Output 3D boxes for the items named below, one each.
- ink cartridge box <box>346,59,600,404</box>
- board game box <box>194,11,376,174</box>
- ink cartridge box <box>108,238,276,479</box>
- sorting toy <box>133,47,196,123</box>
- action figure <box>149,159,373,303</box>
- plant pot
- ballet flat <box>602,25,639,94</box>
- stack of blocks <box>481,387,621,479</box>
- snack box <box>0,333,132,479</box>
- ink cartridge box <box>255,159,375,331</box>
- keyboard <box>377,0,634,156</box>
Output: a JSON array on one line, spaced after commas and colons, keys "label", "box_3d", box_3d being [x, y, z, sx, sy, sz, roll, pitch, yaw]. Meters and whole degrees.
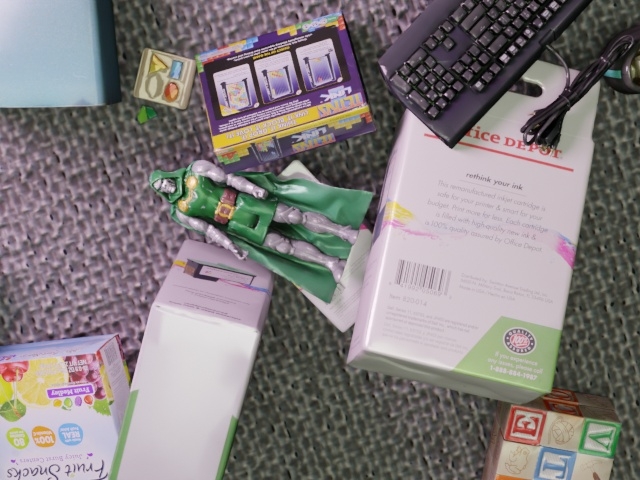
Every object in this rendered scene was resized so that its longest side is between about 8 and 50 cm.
[{"label": "ink cartridge box", "box_3d": [0.167, -0.021, 1.805, 0.207, 0.119, 0.353, 14, 76, -4]}, {"label": "board game box", "box_3d": [-0.039, -0.159, 1.799, 0.170, 0.141, 0.048, -16, 146, 4]}, {"label": "ink cartridge box", "box_3d": [-0.131, 0.134, 1.800, 0.117, 0.278, 0.201, 15, 104, -1]}, {"label": "sorting toy", "box_3d": [-0.175, -0.166, 1.857, 0.062, 0.012, 0.083, 14, 103, -4]}, {"label": "action figure", "box_3d": [-0.075, -0.027, 1.809, 0.232, 0.063, 0.137, 20, 106, -1]}, {"label": "plant pot", "box_3d": [-0.301, -0.258, 1.760, 0.165, 0.165, 0.234, 0, 96, 0]}, {"label": "ballet flat", "box_3d": [0.442, -0.218, 1.808, 0.280, 0.096, 0.095, -22, 103, 5]}, {"label": "stack of blocks", "box_3d": [0.268, 0.326, 1.951, 0.171, 0.087, 0.297, 9, 104, -3]}, {"label": "snack box", "box_3d": [-0.291, 0.219, 1.903, 0.174, 0.070, 0.207, -8, 106, 21]}, {"label": "ink cartridge box", "box_3d": [0.000, 0.000, 1.877, 0.104, 0.061, 0.181, -43, 101, 9]}, {"label": "keyboard", "box_3d": [0.227, -0.221, 1.771, 0.201, 0.033, 0.317, 43, 80, -1]}]
